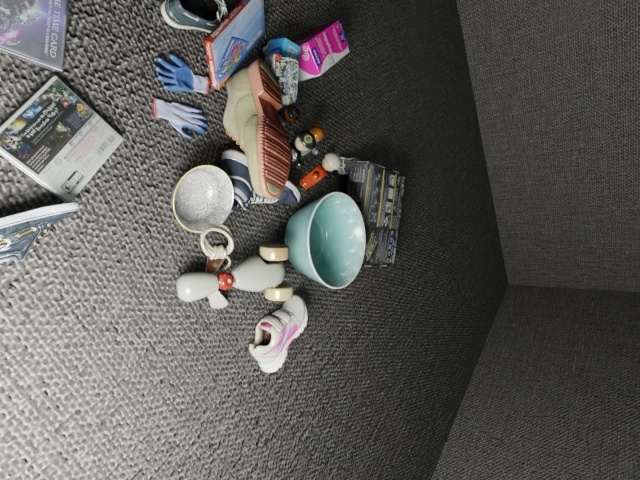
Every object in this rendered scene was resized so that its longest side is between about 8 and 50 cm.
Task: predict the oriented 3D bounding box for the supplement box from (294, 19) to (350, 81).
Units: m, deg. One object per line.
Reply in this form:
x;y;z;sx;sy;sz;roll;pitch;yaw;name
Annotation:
-0.009;-0.636;1.428;0.220;0.114;0.111;-52;129;-35;supplement box

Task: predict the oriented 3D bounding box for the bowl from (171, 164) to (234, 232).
-0.309;-0.111;1.064;0.170;0.080;0.170;-23;123;-40;bowl

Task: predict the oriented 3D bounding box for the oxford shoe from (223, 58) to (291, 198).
-0.176;-0.283;1.137;0.140;0.147;0.396;32;48;-60;oxford shoe

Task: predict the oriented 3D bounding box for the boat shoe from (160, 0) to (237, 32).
-0.288;-0.600;1.103;0.255;0.079;0.095;-25;108;-49;boat shoe

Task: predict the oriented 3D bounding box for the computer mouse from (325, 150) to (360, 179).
0.083;-0.277;1.600;0.193;0.042;0.105;-4;95;-48;computer mouse

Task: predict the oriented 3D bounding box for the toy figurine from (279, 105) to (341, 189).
-0.056;-0.284;1.280;0.213;0.148;0.209;26;36;-47;toy figurine

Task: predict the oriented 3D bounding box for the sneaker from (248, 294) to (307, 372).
-0.127;0.265;1.289;0.111;0.103;0.252;54;50;-38;sneaker

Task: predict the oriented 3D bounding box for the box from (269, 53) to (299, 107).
-0.108;-0.462;1.241;0.094;0.027;0.136;-9;108;-45;box

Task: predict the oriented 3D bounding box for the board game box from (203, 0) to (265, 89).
-0.226;-0.557;1.160;0.145;0.027;0.281;97;16;-59;board game box

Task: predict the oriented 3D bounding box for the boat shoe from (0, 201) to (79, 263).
-0.544;-0.016;0.802;0.183;0.065;0.083;-26;112;-41;boat shoe

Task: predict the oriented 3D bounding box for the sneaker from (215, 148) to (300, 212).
-0.180;-0.127;1.221;0.282;0.099;0.153;29;63;-40;sneaker

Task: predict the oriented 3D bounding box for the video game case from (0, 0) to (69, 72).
-0.602;-0.446;0.755;0.274;0.026;0.195;7;84;-52;video game case

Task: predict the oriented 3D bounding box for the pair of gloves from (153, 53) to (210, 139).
-0.348;-0.360;1.075;0.159;0.023;0.198;4;86;-51;pair of gloves

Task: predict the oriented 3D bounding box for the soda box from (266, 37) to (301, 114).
-0.124;-0.492;1.288;0.071;0.067;0.209;6;96;-50;soda box

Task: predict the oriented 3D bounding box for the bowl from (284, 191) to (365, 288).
0.000;0.000;1.399;0.312;0.163;0.311;1;89;-51;bowl

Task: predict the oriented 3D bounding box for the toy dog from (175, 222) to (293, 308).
-0.229;0.087;1.158;0.334;0.161;0.219;19;83;-37;toy dog

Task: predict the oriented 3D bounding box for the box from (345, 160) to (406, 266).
0.212;-0.093;1.687;0.318;0.097;0.394;2;96;-54;box

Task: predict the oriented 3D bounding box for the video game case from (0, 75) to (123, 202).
-0.523;-0.202;0.857;0.173;0.022;0.190;50;54;-39;video game case

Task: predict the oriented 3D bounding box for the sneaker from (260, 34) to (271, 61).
-0.150;-0.602;1.309;0.098;0.038;0.069;-57;132;-35;sneaker
